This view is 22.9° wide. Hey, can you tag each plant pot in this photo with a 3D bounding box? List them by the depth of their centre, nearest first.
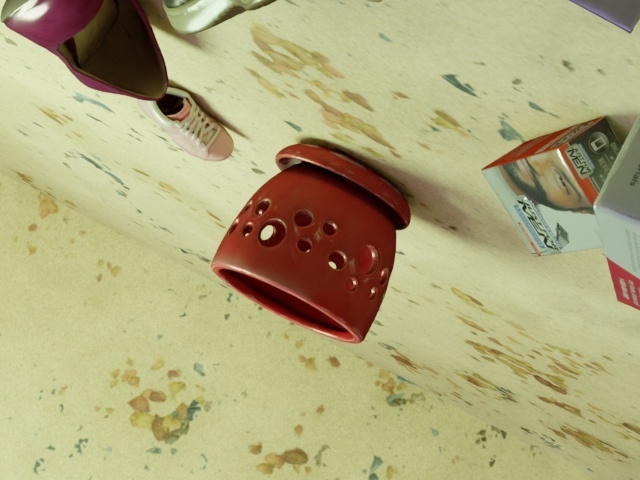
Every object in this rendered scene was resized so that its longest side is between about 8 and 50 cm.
[{"bbox_3d":[0.000,0.000,1.758,0.191,0.174,0.191,28,169,6],"label":"plant pot"}]

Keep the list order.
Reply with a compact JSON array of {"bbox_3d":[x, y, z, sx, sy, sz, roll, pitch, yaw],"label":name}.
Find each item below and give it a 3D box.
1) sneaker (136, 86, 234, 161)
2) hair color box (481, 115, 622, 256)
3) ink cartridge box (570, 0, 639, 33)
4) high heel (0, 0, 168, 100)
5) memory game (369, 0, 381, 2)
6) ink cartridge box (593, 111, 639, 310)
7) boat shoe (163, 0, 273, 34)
[{"bbox_3d":[-0.152,-0.135,1.840,0.134,0.051,0.070,37,172,-19],"label":"sneaker"},{"bbox_3d":[0.203,-0.041,1.302,0.093,0.053,0.167,58,164,-4],"label":"hair color box"},{"bbox_3d":[0.092,-0.192,0.874,0.207,0.046,0.097,28,-157,0],"label":"ink cartridge box"},{"bbox_3d":[-0.191,-0.201,1.459,0.181,0.127,0.377,34,180,-12],"label":"high heel"},{"bbox_3d":[-0.014,-0.230,1.164,0.186,0.012,0.186,27,169,6],"label":"memory game"},{"bbox_3d":[0.355,0.017,1.073,0.306,0.131,0.226,23,167,20],"label":"ink cartridge box"},{"bbox_3d":[-0.056,-0.220,1.057,0.123,0.123,0.342,63,171,-11],"label":"boat shoe"}]
